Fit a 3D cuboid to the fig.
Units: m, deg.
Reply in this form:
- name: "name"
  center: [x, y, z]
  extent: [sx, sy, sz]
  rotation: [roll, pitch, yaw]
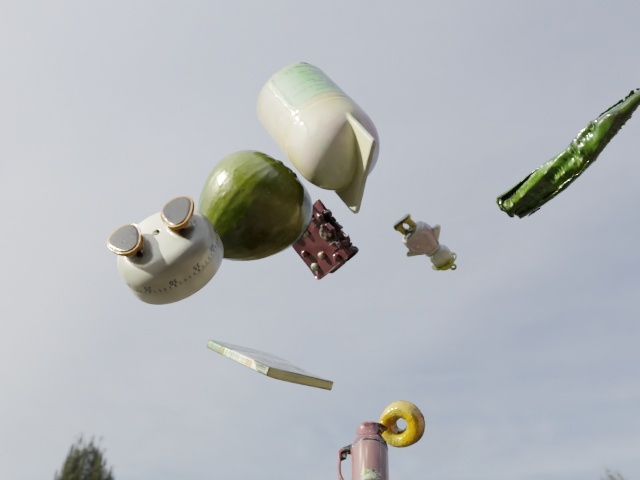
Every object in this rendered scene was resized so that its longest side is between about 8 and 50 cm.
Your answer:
- name: "fig"
  center: [-0.188, -0.076, 1.845]
  extent: [0.316, 0.316, 0.316]
  rotation: [2, -32, 1]

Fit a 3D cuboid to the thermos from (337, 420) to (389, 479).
- name: "thermos"
  center: [0.126, 0.648, 1.969]
  extent: [0.136, 0.330, 0.109]
  rotation: [-28, -60, 21]

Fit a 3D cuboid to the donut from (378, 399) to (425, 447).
- name: "donut"
  center: [0.245, 0.568, 2.155]
  extent: [0.152, 0.152, 0.058]
  rotation: [-16, -3, 27]

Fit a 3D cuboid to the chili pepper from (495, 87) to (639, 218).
- name: "chili pepper"
  center: [0.480, -0.157, 1.317]
  extent: [0.085, 0.076, 0.359]
  rotation: [28, -48, -21]

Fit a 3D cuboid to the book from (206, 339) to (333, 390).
- name: "book"
  center: [-0.125, 0.296, 1.685]
  extent: [0.202, 0.027, 0.264]
  rotation: [21, -6, -39]

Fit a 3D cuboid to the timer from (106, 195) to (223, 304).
- name: "timer"
  center: [-0.325, 0.047, 1.564]
  extent: [0.233, 0.233, 0.240]
  rotation: [-8, -47, 16]

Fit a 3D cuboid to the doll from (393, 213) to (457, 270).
- name: "doll"
  center: [0.288, 0.012, 1.882]
  extent: [0.207, 0.081, 0.129]
  rotation: [40, -62, -11]

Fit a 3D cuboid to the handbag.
- name: "handbag"
  center: [-0.002, 0.002, 2.140]
  extent: [0.203, 0.074, 0.216]
  rotation: [54, -35, 5]

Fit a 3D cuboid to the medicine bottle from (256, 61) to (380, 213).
- name: "medicine bottle"
  center: [0.016, -0.272, 1.848]
  extent: [0.236, 0.406, 0.235]
  rotation: [-20, -42, -20]
